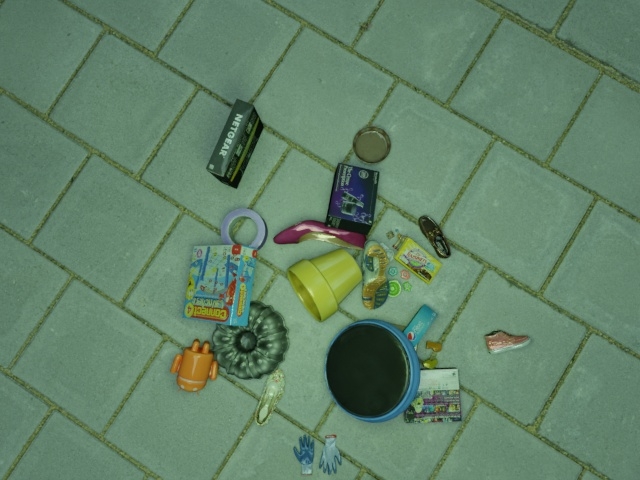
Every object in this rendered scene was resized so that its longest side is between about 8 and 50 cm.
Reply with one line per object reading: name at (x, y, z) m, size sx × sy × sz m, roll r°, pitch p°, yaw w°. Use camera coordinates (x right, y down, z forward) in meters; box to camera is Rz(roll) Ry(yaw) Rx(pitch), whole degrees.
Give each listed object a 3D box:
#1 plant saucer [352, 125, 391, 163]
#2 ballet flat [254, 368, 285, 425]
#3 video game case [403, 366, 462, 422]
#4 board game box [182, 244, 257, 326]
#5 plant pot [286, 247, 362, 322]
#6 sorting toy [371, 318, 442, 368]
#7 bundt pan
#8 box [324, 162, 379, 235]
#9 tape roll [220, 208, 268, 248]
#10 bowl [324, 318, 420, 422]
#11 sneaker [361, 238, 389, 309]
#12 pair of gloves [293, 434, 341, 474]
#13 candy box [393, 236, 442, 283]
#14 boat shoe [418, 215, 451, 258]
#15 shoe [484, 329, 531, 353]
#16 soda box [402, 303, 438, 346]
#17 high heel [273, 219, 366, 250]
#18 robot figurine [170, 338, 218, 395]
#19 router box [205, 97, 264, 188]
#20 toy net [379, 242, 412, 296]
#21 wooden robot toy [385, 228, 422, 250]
plant saucer at (0.222, -0.412, 1.824) m, size 0.168 × 0.029 × 0.169 m, roll 0°, pitch 85°, yaw 1°
ballet flat at (-0.207, 0.653, 1.725) m, size 0.091 × 0.077 × 0.241 m, roll 18°, pitch 85°, yaw 4°
video game case at (0.453, 0.634, 1.722) m, size 0.231 × 0.042 × 0.211 m, roll -3°, pitch 83°, yaw 2°
board game box at (-0.404, 0.173, 1.671) m, size 0.307 × 0.086 × 0.303 m, roll -2°, pitch 77°, yaw 38°
plant pot at (0.029, 0.160, 1.686) m, size 0.238 × 0.254 × 0.254 m, roll -31°, pitch 85°, yaw -16°
sorting toy at (0.335, 0.468, 1.731) m, size 0.306 × 0.041 × 0.229 m, roll 13°, pitch 72°, yaw 3°
bundt pan at (-0.297, 0.410, 1.710) m, size 0.329 × 0.124 × 0.332 m, roll -1°, pitch 82°, yaw 7°
box at (0.133, -0.172, 1.721) m, size 0.184 × 0.103 × 0.262 m, roll 13°, pitch 63°, yaw -5°
tape roll at (-0.322, -0.037, 1.784) m, size 0.188 × 0.080 × 0.189 m, roll 0°, pitch 84°, yaw 2°
bowl at (0.188, 0.504, 1.641) m, size 0.390 × 0.077 × 0.392 m, roll -8°, pitch 72°, yaw 27°
sneaker at (0.222, 0.138, 1.732) m, size 0.111 × 0.131 × 0.297 m, roll 0°, pitch 113°, yaw -5°
pair of gloves at (-0.013, 0.882, 1.728) m, size 0.197 × 0.023 × 0.160 m, roll -1°, pitch 84°, yaw 1°
candy box at (0.405, 0.085, 1.740) m, size 0.205 × 0.027 × 0.105 m, roll 35°, pitch 85°, yaw -20°
boat shoe at (0.485, -0.018, 1.763) m, size 0.073 × 0.073 × 0.207 m, roll -33°, pitch 84°, yaw 0°
shoe at (0.767, 0.402, 1.723) m, size 0.177 × 0.063 × 0.081 m, roll -18°, pitch 90°, yaw 4°
soda box at (0.386, 0.365, 1.709) m, size 0.071 × 0.067 × 0.210 m, roll 38°, pitch 72°, yaw 12°
high heel at (0.000, 0.000, 1.744) m, size 0.376 × 0.127 × 0.182 m, roll -17°, pitch 78°, yaw -2°
robot figurine at (-0.511, 0.521, 1.719) m, size 0.128 × 0.158 × 0.220 m, roll 11°, pitch 84°, yaw 37°
router box at (-0.345, -0.388, 1.732) m, size 0.080 × 0.243 × 0.309 m, roll 22°, pitch 86°, yaw 3°
toy net at (0.305, 0.116, 1.769) m, size 0.121 × 0.045 × 0.233 m, roll -17°, pitch 85°, yaw 1°
wooden robot toy at (0.353, 0.013, 1.760) m, size 0.173 × 0.079 × 0.076 m, roll 35°, pitch 87°, yaw 5°
